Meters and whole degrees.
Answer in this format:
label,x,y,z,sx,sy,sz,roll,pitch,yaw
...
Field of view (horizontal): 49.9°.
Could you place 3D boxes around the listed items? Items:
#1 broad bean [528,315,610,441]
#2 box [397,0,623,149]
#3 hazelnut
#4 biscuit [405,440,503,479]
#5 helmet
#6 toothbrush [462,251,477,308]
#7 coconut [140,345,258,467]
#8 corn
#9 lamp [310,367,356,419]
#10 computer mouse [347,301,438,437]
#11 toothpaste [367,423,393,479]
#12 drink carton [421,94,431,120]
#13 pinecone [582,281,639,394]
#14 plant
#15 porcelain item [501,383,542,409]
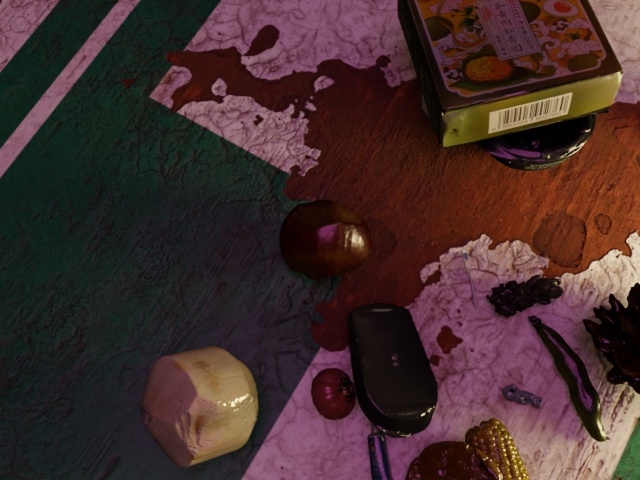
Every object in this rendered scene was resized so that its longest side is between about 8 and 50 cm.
label,x,y,z,sx,sy,sz,roll,pitch,yaw
broad bean,0.537,0.284,1.460,0.060,0.043,0.297,-25,72,5
box,0.392,-0.433,1.499,0.373,0.138,0.420,-12,63,2
hazelnut,0.003,-0.007,1.520,0.202,0.160,0.170,8,54,43
biscuit,0.262,0.501,1.342,0.226,0.042,0.225,-7,78,36
helmet,0.473,-0.254,1.569,0.279,0.160,0.230,-16,70,4
toothbrush,0.336,0.089,1.543,0.013,0.011,0.131,-14,72,19
coconut,-0.247,0.331,1.364,0.241,0.241,0.241,0,73,1
corn,0.375,0.533,1.346,0.120,0.120,0.363,-12,74,-2
lamp,0.027,0.319,1.431,0.092,0.107,0.107,-23,69,35
computer mouse,0.143,0.271,1.445,0.168,0.087,0.295,2,57,-23
toothpaste,0.126,0.474,1.416,0.057,0.035,0.197,-12,73,14
drink carton,0.393,-0.388,1.626,0.315,0.130,0.106,-30,64,-7
pinecone,0.710,0.204,1.376,0.296,0.242,0.298,-33,69,-6
plant,0.452,0.116,1.501,0.174,0.087,0.085,-13,48,-7
porcelain item,0.425,0.331,1.457,0.083,0.028,0.036,20,57,9
